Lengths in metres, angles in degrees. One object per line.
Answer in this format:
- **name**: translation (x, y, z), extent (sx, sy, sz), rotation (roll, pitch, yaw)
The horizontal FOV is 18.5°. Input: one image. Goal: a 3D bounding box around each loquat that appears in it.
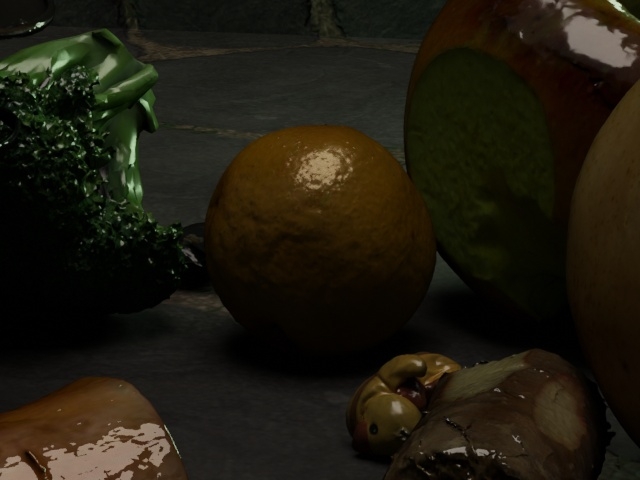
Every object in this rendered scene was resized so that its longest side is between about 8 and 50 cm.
- **loquat**: translation (0.000, 0.000, 1.700), extent (0.208, 0.208, 0.208), rotation (1, 15, 0)

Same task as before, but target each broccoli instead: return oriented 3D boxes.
- **broccoli**: translation (-0.249, -0.055, 1.766), extent (0.308, 0.308, 0.275), rotation (18, 56, 46)

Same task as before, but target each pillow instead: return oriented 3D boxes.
- **pillow**: translation (-0.114, 0.010, 1.932), extent (0.090, 0.048, 0.150), rotation (14, 14, 15)

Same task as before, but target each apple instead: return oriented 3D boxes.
- **apple**: translation (0.246, -0.081, 1.780), extent (0.374, 0.374, 0.384), rotation (0, 38, -6)

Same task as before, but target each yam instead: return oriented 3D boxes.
- **yam**: translation (0.112, 0.156, 1.283), extent (0.128, 0.129, 0.238), rotation (39, 21, 3)

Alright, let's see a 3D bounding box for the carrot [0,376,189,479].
- **carrot**: translation (-0.211, 0.182, 1.034), extent (0.254, 0.196, 0.196), rotation (-9, 18, -34)

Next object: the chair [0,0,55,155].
- **chair**: translation (-0.364, -0.031, 1.546), extent (0.226, 0.401, 0.226), rotation (16, 24, -7)

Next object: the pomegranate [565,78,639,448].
- **pomegranate**: translation (0.369, 0.015, 1.315), extent (0.416, 0.416, 0.416), rotation (1, 15, 0)

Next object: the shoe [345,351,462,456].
- **shoe**: translation (0.069, 0.120, 1.495), extent (0.069, 0.072, 0.109), rotation (8, 16, 43)
